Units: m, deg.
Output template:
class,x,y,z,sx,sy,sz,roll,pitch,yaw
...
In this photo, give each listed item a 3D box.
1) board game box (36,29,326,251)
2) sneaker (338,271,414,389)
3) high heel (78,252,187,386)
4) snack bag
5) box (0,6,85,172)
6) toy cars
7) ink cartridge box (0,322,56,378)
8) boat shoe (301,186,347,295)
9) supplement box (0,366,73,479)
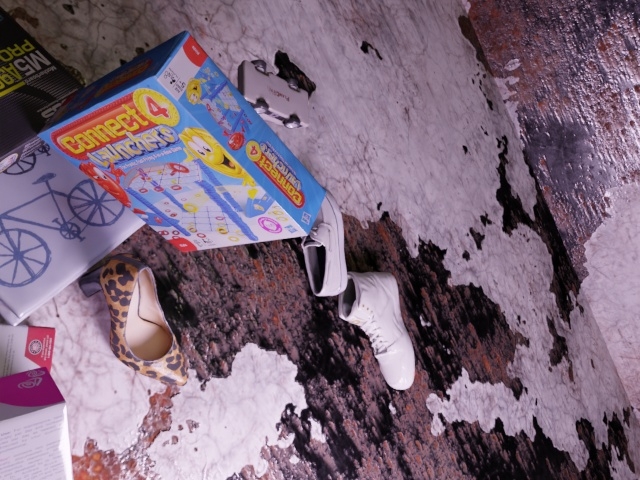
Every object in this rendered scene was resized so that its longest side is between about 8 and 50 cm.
class,x,y,z,sx,sy,sz,roll,pitch,yaw
board game box,-0.202,-0.113,0.783,0.302,0.308,0.086,46,52,-36
sneaker,0.120,0.213,1.264,0.169,0.108,0.292,7,62,-41
high heel,-0.268,0.139,0.847,0.261,0.186,0.093,55,47,-16
snack bag,-0.461,-0.092,0.808,0.342,0.037,0.323,47,46,-10
box,-0.505,-0.212,0.768,0.216,0.060,0.270,45,46,-11
toy cars,-0.157,-0.228,1.000,0.393,0.087,0.176,-50,120,-45
ink cartridge box,-0.470,0.178,0.721,0.175,0.072,0.127,15,67,-41
boat shoe,0.000,0.000,1.214,0.084,0.095,0.258,-5,80,-49
supplement box,-0.386,0.292,0.673,0.114,0.111,0.220,-10,111,-37
